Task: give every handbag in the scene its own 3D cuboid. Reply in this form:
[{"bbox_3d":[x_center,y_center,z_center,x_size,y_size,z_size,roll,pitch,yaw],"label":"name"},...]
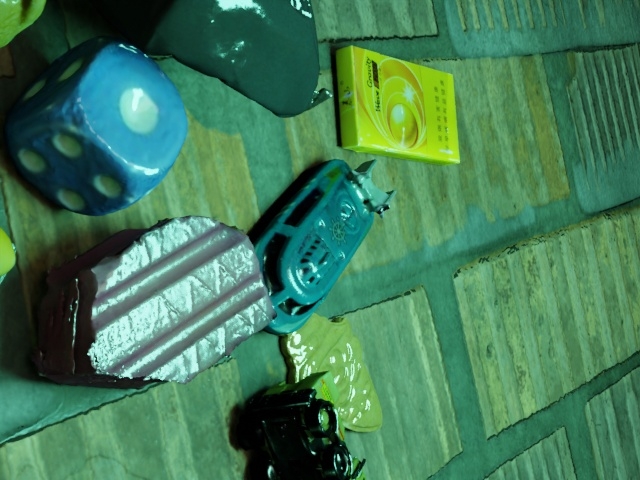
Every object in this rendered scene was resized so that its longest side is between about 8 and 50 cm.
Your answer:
[{"bbox_3d":[-0.124,-0.293,1.211,0.275,0.302,0.178,13,116,-46],"label":"handbag"}]

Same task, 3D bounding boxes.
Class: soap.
[{"bbox_3d":[-0.189,0.074,1.208,0.289,0.112,0.182,-37,110,-47],"label":"soap"}]

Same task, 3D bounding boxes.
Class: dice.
[{"bbox_3d":[-0.240,-0.122,1.164,0.146,0.146,0.143,50,47,-30],"label":"dice"}]

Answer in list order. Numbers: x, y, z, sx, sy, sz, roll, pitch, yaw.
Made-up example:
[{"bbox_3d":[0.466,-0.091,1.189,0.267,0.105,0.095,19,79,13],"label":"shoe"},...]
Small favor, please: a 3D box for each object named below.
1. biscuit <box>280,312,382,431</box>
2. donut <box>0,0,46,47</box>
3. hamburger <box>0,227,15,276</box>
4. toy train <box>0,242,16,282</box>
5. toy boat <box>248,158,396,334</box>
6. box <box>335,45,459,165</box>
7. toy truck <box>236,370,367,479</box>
[{"bbox_3d":[0.017,0.183,1.491,0.250,0.035,0.162,50,53,-32],"label":"biscuit"},{"bbox_3d":[-0.366,-0.297,1.011,0.128,0.208,0.262,-31,98,-38],"label":"donut"},{"bbox_3d":[-0.384,-0.036,0.898,0.303,0.260,0.186,52,44,-31],"label":"hamburger"},{"bbox_3d":[-0.383,0.072,1.037,0.252,0.048,0.055,-50,129,-49],"label":"toy train"},{"bbox_3d":[0.000,0.000,1.445,0.134,0.092,0.299,55,43,-20],"label":"toy boat"},{"bbox_3d":[0.123,-0.202,1.678,0.269,0.043,0.153,5,78,-49],"label":"box"},{"bbox_3d":[0.001,0.301,1.381,0.127,0.127,0.257,-39,113,-61],"label":"toy truck"}]
